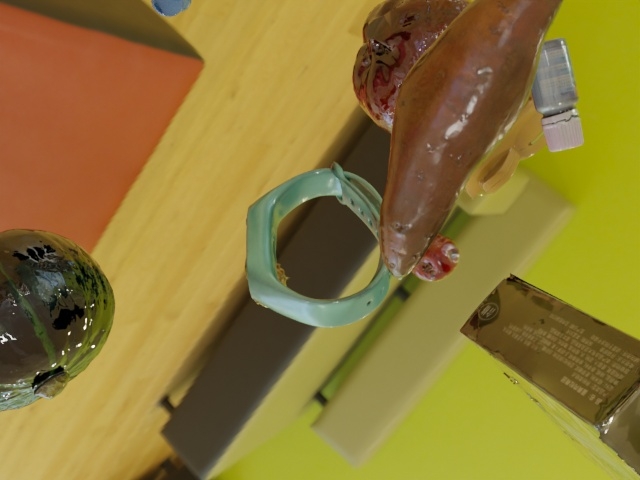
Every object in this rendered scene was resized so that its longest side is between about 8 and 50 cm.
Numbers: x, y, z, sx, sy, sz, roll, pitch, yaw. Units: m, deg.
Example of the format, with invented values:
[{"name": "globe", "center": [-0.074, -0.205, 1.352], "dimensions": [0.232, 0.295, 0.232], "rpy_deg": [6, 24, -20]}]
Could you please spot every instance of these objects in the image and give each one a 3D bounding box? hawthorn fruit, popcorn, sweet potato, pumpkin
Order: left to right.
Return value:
[{"name": "pumpkin", "center": [-0.437, 0.126, 1.237], "dimensions": [0.315, 0.238, 0.315], "rpy_deg": [-35, 170, -7]}, {"name": "popcorn", "center": [-0.086, 0.079, 1.492], "dimensions": [0.083, 0.057, 0.082], "rpy_deg": [127, -23, -49]}, {"name": "hawthorn fruit", "center": [0.200, -0.321, 1.606], "dimensions": [0.295, 0.295, 0.311], "rpy_deg": [-47, 137, 1]}, {"name": "hawthorn fruit", "center": [0.190, 0.030, 1.442], "dimensions": [0.093, 0.093, 0.093], "rpy_deg": [-39, 158, -19]}, {"name": "sweet potato", "center": [0.132, -0.131, 0.820], "dimensions": [0.359, 0.112, 0.112], "rpy_deg": [-57, 157, 13]}]

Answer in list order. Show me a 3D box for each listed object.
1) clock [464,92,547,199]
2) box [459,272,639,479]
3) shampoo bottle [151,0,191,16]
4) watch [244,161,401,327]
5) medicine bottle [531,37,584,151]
[{"name": "clock", "center": [0.403, -0.277, 2.008], "dimensions": [0.317, 0.244, 0.200], "rpy_deg": [-43, 143, 10]}, {"name": "box", "center": [0.439, 0.254, 1.247], "dimensions": [0.138, 0.373, 0.420], "rpy_deg": [-48, -160, -2]}, {"name": "shampoo bottle", "center": [-0.254, -0.447, 1.423], "dimensions": [0.061, 0.258, 0.104], "rpy_deg": [-24, 129, 9]}, {"name": "watch", "center": [0.000, 0.000, 1.080], "dimensions": [0.195, 0.237, 0.068], "rpy_deg": [-7, 137, 2]}, {"name": "medicine bottle", "center": [0.437, -0.269, 1.592], "dimensions": [0.083, 0.203, 0.083], "rpy_deg": [-12, -175, 1]}]
